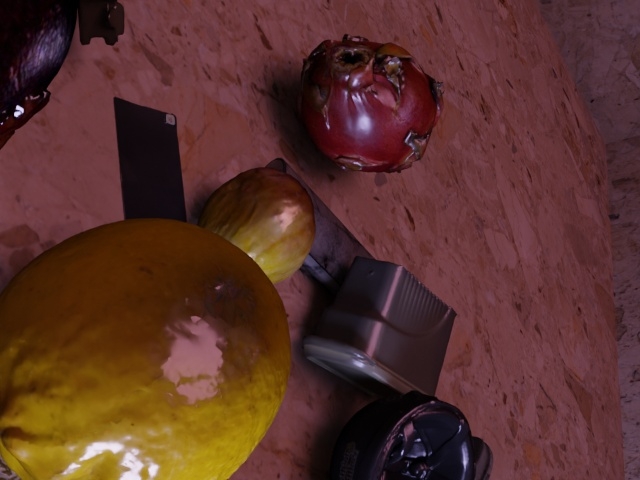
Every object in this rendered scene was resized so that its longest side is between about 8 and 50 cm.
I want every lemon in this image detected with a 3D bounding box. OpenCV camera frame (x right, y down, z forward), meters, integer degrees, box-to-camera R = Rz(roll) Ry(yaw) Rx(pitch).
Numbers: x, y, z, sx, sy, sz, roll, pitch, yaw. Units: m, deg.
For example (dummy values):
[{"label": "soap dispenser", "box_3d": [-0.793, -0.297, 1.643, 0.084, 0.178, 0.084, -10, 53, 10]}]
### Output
[{"label": "lemon", "box_3d": [-0.173, 0.118, 0.801, 0.297, 0.297, 0.297, 30, 52, -50]}]

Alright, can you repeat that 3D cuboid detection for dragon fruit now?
[{"label": "dragon fruit", "box_3d": [0.082, -0.221, 1.394, 0.315, 0.250, 0.250, 132, -52, -78]}]

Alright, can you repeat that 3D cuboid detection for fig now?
[{"label": "fig", "box_3d": [-0.113, 0.020, 1.098, 0.257, 0.159, 0.159, -49, 121, -32]}]

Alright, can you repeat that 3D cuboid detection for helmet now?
[{"label": "helmet", "box_3d": [0.105, 0.355, 1.253, 0.230, 0.160, 0.279, 11, 94, -41]}]

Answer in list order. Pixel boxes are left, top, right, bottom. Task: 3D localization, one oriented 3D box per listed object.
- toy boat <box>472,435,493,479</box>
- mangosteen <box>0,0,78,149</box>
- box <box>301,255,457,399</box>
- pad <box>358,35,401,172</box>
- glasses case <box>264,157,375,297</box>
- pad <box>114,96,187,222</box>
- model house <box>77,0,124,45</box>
[{"label": "toy boat", "box_3d": [0.224, 0.429, 1.438, 0.092, 0.141, 0.319, 59, 33, -4]}, {"label": "mangosteen", "box_3d": [-0.359, -0.210, 0.628, 0.347, 0.307, 0.307, 46, 38, -13]}, {"label": "box", "box_3d": [0.103, 0.148, 1.332, 0.274, 0.138, 0.178, 40, 65, -48]}, {"label": "pad", "box_3d": [0.121, -0.276, 1.708, 0.170, 0.006, 0.246, 34, 49, -49]}, {"label": "glasses case", "box_3d": [0.000, 0.000, 1.335, 0.299, 0.060, 0.114, 45, 46, -40]}, {"label": "pad", "box_3d": [-0.216, -0.083, 1.079, 0.116, 0.004, 0.193, 10, 69, -56]}, {"label": "model house", "box_3d": [-0.265, -0.350, 0.957, 0.211, 0.204, 0.243, -5, 107, -18]}]
